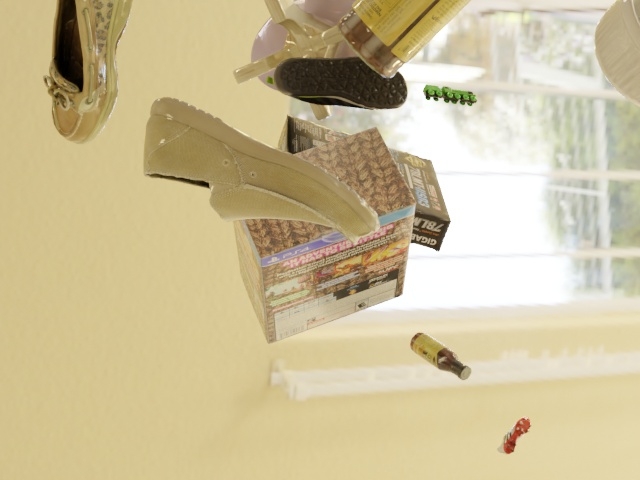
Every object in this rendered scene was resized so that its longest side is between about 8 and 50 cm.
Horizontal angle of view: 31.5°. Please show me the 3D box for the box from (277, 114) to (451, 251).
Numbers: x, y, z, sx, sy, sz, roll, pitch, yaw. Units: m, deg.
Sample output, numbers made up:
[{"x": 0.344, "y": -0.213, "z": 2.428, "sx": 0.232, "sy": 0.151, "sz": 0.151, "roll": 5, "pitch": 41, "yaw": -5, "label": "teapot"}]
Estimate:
[{"x": 0.069, "y": -0.106, "z": 2.011, "sx": 0.293, "sy": 0.073, "sz": 0.295, "roll": 17, "pitch": -156, "yaw": -10, "label": "box"}]

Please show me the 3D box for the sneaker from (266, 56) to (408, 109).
[{"x": 0.029, "y": -0.265, "z": 1.901, "sx": 0.235, "sy": 0.084, "sz": 0.097, "roll": 8, "pitch": 177, "yaw": -8, "label": "sneaker"}]

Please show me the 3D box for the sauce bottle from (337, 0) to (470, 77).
[{"x": 0.175, "y": -0.364, "z": 1.476, "sx": 0.111, "sy": 0.344, "sz": 0.111, "roll": 44, "pitch": -166, "yaw": -14, "label": "sauce bottle"}]

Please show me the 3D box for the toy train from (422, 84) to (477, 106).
[{"x": 0.183, "y": -0.206, "z": 1.608, "sx": 0.083, "sy": 0.017, "sz": 0.023, "roll": 5, "pitch": -129, "yaw": -21, "label": "toy train"}]

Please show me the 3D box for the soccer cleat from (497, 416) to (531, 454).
[{"x": 0.337, "y": 0.339, "z": 1.982, "sx": 0.083, "sy": 0.029, "sz": 0.035, "roll": -50, "pitch": -165, "yaw": -29, "label": "soccer cleat"}]

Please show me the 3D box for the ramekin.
[{"x": 0.512, "y": -0.293, "z": 1.721, "sx": 0.207, "sy": 0.207, "sz": 0.109, "roll": -3, "pitch": 154, "yaw": -34, "label": "ramekin"}]

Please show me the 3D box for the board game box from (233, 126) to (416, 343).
[{"x": 0.000, "y": 0.000, "z": 1.683, "sx": 0.232, "sy": 0.291, "sz": 0.141, "roll": -19, "pitch": -117, "yaw": -11, "label": "board game box"}]

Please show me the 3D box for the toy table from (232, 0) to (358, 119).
[{"x": -0.025, "y": -0.348, "z": 2.053, "sx": 0.274, "sy": 0.252, "sz": 0.161, "roll": -32, "pitch": -176, "yaw": 25, "label": "toy table"}]

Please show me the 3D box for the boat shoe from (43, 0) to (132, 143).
[{"x": -0.325, "y": -0.248, "z": 1.506, "sx": 0.104, "sy": 0.285, "sz": 0.089, "roll": 39, "pitch": -140, "yaw": 27, "label": "boat shoe"}]

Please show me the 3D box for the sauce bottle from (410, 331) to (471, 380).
[{"x": 0.208, "y": 0.201, "z": 1.960, "sx": 0.042, "sy": 0.042, "sz": 0.128, "roll": -4, "pitch": -157, "yaw": -36, "label": "sauce bottle"}]

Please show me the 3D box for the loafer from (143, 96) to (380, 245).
[{"x": -0.067, "y": -0.055, "z": 1.176, "sx": 0.268, "sy": 0.092, "sz": 0.102, "roll": 26, "pitch": 179, "yaw": 9, "label": "loafer"}]
